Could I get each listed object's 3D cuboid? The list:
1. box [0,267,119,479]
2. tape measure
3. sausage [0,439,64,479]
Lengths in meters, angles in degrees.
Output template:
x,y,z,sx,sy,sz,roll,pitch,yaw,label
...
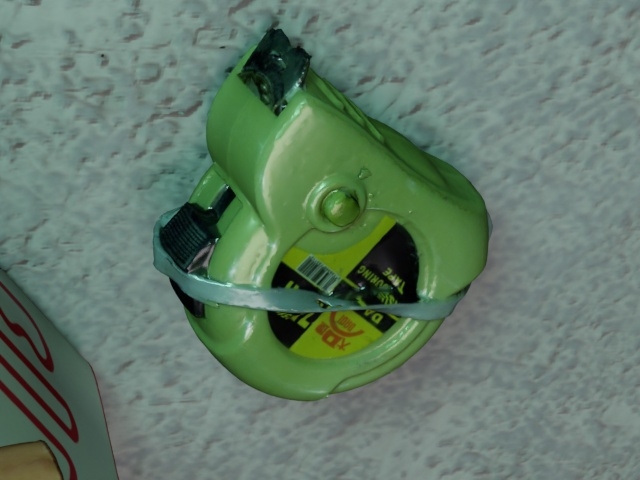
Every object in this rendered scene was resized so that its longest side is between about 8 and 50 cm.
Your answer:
x,y,z,sx,sy,sz,roll,pitch,yaw,label
-0.287,0.148,1.000,0.314,0.300,0.312,-28,134,8,box
0.000,0.000,1.108,0.200,0.106,0.175,29,104,-40,tape measure
-0.180,0.126,0.770,0.169,0.065,0.065,-13,136,-19,sausage
